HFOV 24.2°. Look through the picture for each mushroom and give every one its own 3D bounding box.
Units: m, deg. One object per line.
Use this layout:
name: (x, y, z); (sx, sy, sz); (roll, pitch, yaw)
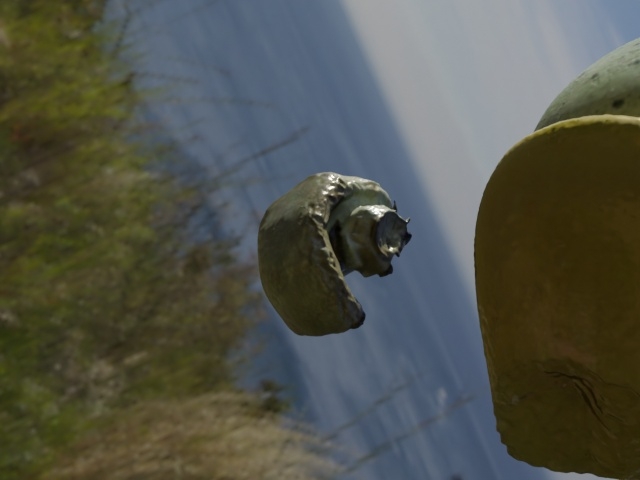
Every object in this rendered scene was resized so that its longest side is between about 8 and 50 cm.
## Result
mushroom: (-0.005, -0.001, 2.078); (0.164, 0.190, 0.267); (52, 48, -25)

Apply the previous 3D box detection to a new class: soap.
soap: (0.307, 0.078, 1.530); (0.115, 0.306, 0.427); (-39, 128, -54)

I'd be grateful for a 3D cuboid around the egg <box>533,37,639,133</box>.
egg: (0.419, -0.101, 1.716); (0.287, 0.379, 0.287); (159, -90, -76)
